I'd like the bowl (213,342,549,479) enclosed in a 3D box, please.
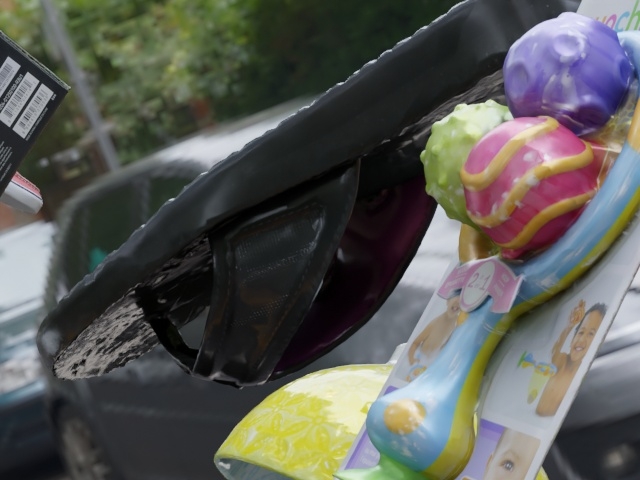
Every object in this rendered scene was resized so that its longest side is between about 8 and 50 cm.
[{"bbox_3d":[0.077,0.175,1.306,0.156,0.289,0.289,-62,18,-16],"label":"bowl"}]

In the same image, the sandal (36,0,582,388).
[{"bbox_3d":[0.000,0.000,0.910,0.445,0.107,0.167,-34,-11,35],"label":"sandal"}]

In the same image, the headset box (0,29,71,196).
[{"bbox_3d":[-0.389,-0.058,1.478,0.283,0.131,0.246,-9,47,57],"label":"headset box"}]

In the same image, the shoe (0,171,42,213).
[{"bbox_3d":[-0.361,-0.104,1.757,0.081,0.178,0.063,-61,13,-15],"label":"shoe"}]

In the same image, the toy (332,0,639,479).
[{"bbox_3d":[0.066,-0.014,0.576,0.237,0.056,0.137,-66,21,-5],"label":"toy"}]
